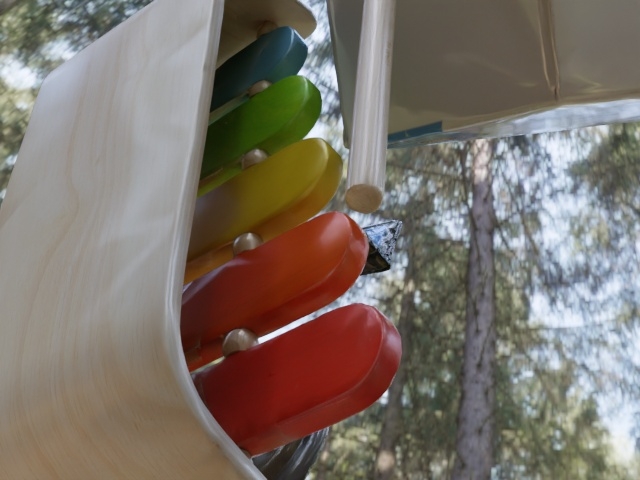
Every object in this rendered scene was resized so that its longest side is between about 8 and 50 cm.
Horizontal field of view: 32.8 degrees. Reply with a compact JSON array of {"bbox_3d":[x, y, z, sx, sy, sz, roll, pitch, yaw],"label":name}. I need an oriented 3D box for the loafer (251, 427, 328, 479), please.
[{"bbox_3d":[-0.111,0.205,0.906,0.130,0.366,0.133,46,-46,-10],"label":"loafer"}]

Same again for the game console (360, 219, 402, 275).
[{"bbox_3d":[0.000,0.000,0.973,0.122,0.071,0.107,-13,-31,22],"label":"game console"}]

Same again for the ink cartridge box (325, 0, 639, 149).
[{"bbox_3d":[0.141,-0.144,0.537,0.232,0.171,0.168,-8,-89,-29],"label":"ink cartridge box"}]

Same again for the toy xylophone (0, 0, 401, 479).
[{"bbox_3d":[-0.046,-0.016,0.442,0.236,0.323,0.081,-21,-48,32],"label":"toy xylophone"}]
